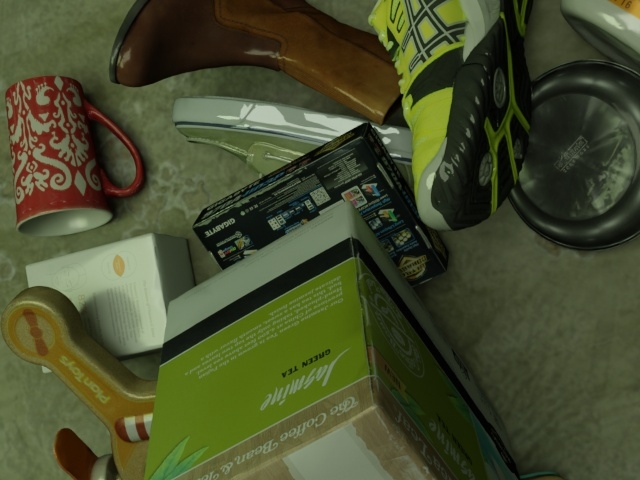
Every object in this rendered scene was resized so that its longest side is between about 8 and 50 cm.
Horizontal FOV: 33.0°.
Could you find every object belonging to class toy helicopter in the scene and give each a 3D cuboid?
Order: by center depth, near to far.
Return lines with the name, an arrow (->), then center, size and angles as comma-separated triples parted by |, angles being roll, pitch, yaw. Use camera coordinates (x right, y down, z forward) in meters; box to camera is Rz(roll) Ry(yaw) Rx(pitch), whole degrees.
toy helicopter -> -0.212, 0.196, 1.178 | 0.355, 0.140, 0.235 | 45, 116, -7

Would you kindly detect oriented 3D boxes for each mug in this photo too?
mug -> -0.302, -0.101, 1.296 | 0.113, 0.150, 0.169 | -28, 71, 51

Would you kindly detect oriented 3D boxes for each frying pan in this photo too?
frying pan -> 0.245, -0.146, 1.112 | 0.197, 0.053, 0.326 | -25, 82, 34

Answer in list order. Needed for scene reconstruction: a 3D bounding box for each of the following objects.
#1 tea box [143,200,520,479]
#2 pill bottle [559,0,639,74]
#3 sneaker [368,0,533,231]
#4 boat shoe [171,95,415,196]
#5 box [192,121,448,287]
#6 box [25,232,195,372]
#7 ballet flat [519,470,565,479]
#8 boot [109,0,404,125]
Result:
tea box -> 0.029, 0.202, 0.973 | 0.220, 0.324, 0.329 | -29, 118, 14
pill bottle -> 0.374, -0.295, 1.046 | 0.162, 0.162, 0.278 | 38, 98, 16
sneaker -> 0.126, -0.181, 1.080 | 0.147, 0.145, 0.385 | -3, 62, 25
boat shoe -> -0.028, -0.099, 1.193 | 0.302, 0.109, 0.094 | 11, 94, 16
box -> 0.000, 0.000, 1.156 | 0.220, 0.051, 0.175 | -27, 108, 20
box -> -0.237, 0.074, 1.254 | 0.170, 0.091, 0.130 | -13, 82, 17
ballet flat -> 0.155, 0.310, 1.120 | 0.232, 0.080, 0.073 | -26, 47, 22
boot -> -0.049, -0.183, 1.149 | 0.280, 0.264, 0.096 | 31, 129, 17
